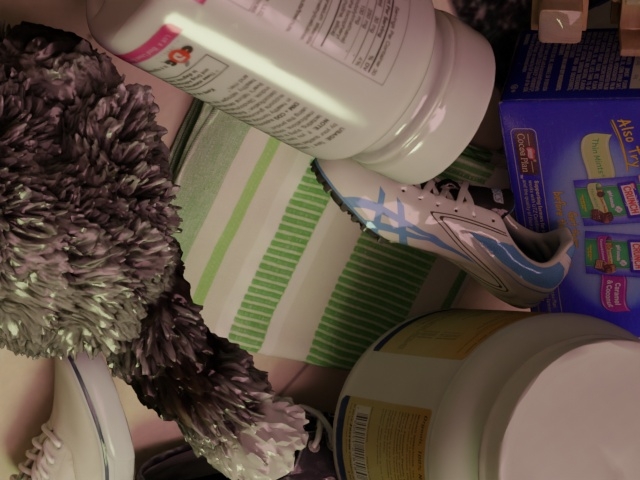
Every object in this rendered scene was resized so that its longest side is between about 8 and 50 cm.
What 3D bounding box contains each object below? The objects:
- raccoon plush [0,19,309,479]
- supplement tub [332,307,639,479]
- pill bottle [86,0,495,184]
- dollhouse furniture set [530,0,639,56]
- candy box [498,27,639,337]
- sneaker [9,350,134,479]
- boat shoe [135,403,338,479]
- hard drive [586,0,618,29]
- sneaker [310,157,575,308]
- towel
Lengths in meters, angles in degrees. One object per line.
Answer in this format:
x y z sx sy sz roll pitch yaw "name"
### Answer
-0.200 0.036 1.201 0.446 0.299 0.216 40 123 1 "raccoon plush"
0.163 0.171 1.460 0.228 0.316 0.228 0 89 -20 "supplement tub"
-0.017 -0.157 1.331 0.283 0.160 0.160 27 105 -30 "pill bottle"
0.113 -0.309 1.398 0.355 0.174 0.303 2 137 5 "dollhouse furniture set"
0.329 -0.046 1.510 0.317 0.122 0.268 1 131 18 "candy box"
-0.212 0.195 1.508 0.091 0.094 0.258 -16 126 -23 "sneaker"
-0.021 0.197 1.606 0.301 0.108 0.102 -12 126 -11 "boat shoe"
0.383 -0.177 1.613 0.318 0.040 0.210 -27 127 -9 "hard drive"
0.102 -0.025 1.467 0.237 0.085 0.086 26 112 -17 "sneaker"
0.000 0.000 1.532 0.324 0.038 0.248 12 114 -32 "towel"
